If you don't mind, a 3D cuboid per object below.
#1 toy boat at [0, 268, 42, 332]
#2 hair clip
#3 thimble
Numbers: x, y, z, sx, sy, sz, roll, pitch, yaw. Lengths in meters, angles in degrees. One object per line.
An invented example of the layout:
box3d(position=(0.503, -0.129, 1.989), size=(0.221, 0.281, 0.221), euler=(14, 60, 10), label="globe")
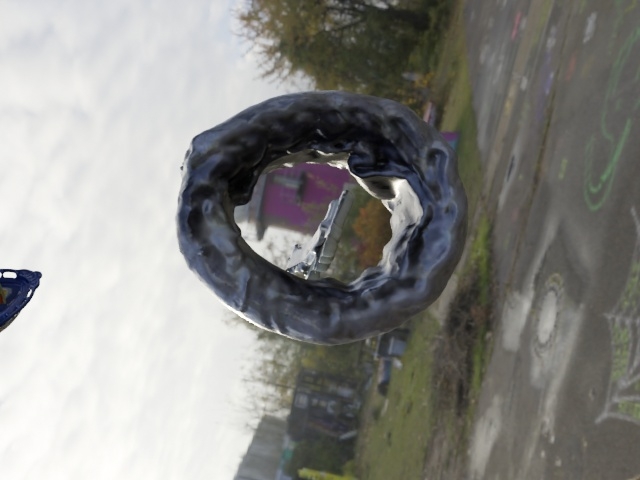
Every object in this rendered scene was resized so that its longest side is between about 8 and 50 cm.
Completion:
box3d(position=(-0.366, 0.060, 0.735), size=(0.175, 0.091, 0.110), euler=(-29, -26, -48), label="toy boat")
box3d(position=(0.000, 0.000, 0.988), size=(0.140, 0.054, 0.220), euler=(-64, 4, -30), label="hair clip")
box3d(position=(-0.002, -0.020, 0.614), size=(0.157, 0.246, 0.217), euler=(140, 136, -81), label="thimble")
